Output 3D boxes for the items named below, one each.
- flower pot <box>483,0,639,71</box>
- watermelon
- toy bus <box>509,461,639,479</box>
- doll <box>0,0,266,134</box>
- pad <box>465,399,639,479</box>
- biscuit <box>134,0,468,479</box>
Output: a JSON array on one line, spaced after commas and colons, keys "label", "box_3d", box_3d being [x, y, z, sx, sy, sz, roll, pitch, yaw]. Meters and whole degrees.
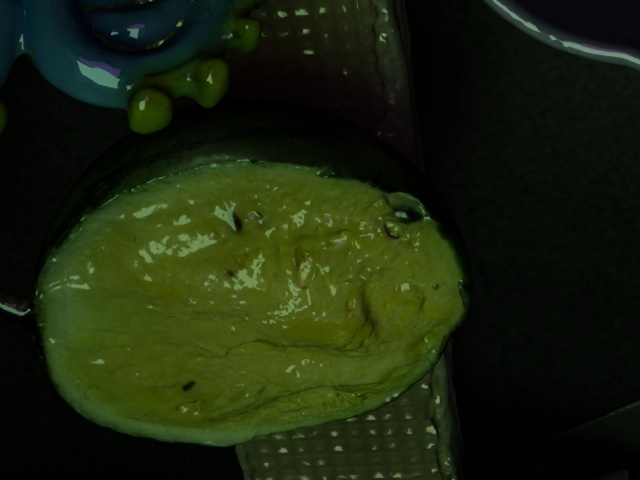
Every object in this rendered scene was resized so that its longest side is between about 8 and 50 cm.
[{"label": "flower pot", "box_3d": [0.169, -0.232, 0.805, 0.265, 0.243, 0.265, 4, 126, 5]}, {"label": "watermelon", "box_3d": [-0.044, 0.005, 0.972, 0.232, 0.127, 0.204, -5, 137, 1]}, {"label": "toy bus", "box_3d": [0.130, 0.334, 1.203, 0.171, 0.162, 0.386, -11, 132, -22]}, {"label": "doll", "box_3d": [-0.178, -0.175, 0.890, 0.346, 0.341, 0.099, 26, 159, 6]}, {"label": "pad", "box_3d": [0.184, 0.163, 1.213, 0.190, 0.004, 0.127, -27, 115, 25]}, {"label": "biscuit", "box_3d": [0.000, 0.000, 1.091, 0.144, 0.078, 0.426, -4, 123, 11]}]
